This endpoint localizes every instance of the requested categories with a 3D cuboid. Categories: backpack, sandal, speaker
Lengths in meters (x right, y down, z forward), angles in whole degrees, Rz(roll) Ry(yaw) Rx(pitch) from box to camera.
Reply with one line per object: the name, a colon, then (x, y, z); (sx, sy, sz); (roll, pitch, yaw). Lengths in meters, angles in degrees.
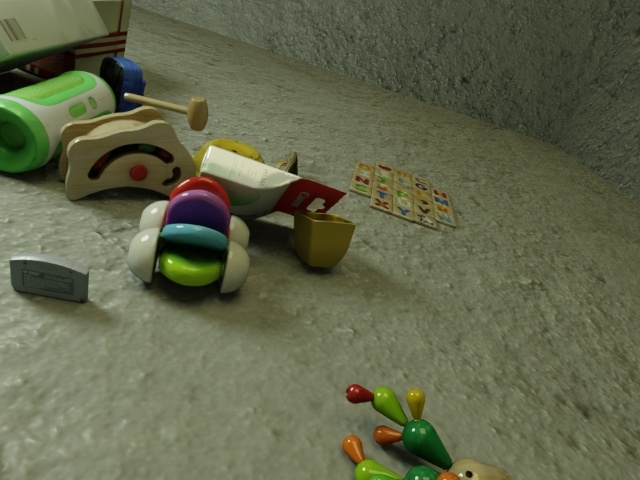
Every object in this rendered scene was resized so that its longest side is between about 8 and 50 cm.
backpack: (-0.484, -0.384, 1.117); (0.098, 0.120, 0.101); (28, 29, 17)
sandal: (-0.079, -0.155, 1.033); (0.049, 0.072, 0.180); (3, 28, 1)
speaker: (-0.486, -0.226, 0.833); (0.131, 0.131, 0.296); (16, 28, -7)

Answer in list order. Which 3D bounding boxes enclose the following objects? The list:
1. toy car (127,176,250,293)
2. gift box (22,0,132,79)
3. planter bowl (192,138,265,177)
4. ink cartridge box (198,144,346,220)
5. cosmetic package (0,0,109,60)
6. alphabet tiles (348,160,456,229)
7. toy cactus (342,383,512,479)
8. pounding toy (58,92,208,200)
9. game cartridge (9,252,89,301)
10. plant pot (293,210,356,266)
toy car: (-0.175, -0.017, 0.649); (0.159, 0.136, 0.182); (12, 29, -16)
gift box: (-0.673, -0.578, 1.196); (0.277, 0.255, 0.258); (28, 29, -3)
planter bowl: (-0.180, -0.145, 0.921); (0.217, 0.090, 0.217); (15, 29, -9)
ink cartridge box: (-0.094, -0.068, 0.773); (0.225, 0.181, 0.056); (20, 71, -13)
cosmetic package: (-0.647, -0.394, 0.916); (0.285, 0.097, 0.377); (-16, 27, 10)
alphabet tiles: (0.222, -0.132, 1.237); (0.285, 0.011, 0.342); (19, 28, 0)
toy cactus: (0.122, 0.233, 0.455); (0.181, 0.112, 0.219); (16, 18, -28)
pounding toy: (-0.326, -0.162, 0.821); (0.270, 0.154, 0.155); (-21, 45, -25)
game cartridge: (-0.317, 0.043, 0.540); (0.083, 0.056, 0.017); (14, 36, -13)
plant pot: (0.000, 0.000, 0.778); (0.082, 0.083, 0.081); (4, 13, -28)
